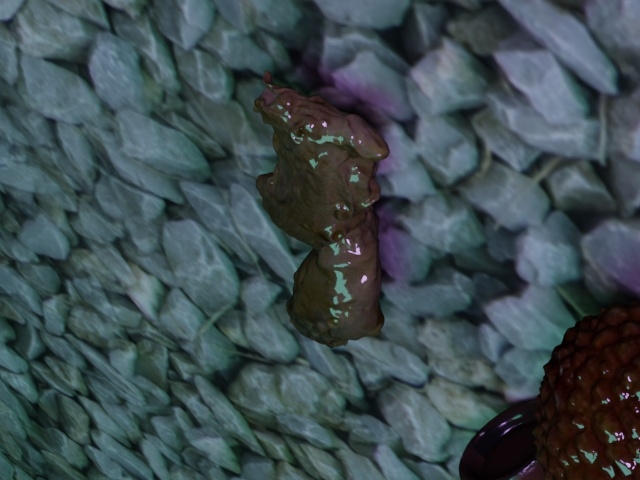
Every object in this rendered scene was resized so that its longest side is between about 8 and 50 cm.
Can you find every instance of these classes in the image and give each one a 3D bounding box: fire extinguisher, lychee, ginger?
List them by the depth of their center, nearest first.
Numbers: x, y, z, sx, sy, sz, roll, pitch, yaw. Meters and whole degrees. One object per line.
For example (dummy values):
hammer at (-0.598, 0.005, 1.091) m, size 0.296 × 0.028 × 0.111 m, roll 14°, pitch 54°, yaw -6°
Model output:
lychee at (0.224, 0.130, 1.015) m, size 0.188 × 0.188 × 0.188 m, roll 27°, pitch 146°, yaw 20°
ginger at (0.000, -0.001, 1.156) m, size 0.122 × 0.084 × 0.290 m, roll 19°, pitch 144°, yaw 19°
fire extinguisher at (0.238, 0.295, 1.229) m, size 0.344 × 0.138 × 0.102 m, roll 52°, pitch 149°, yaw -18°
